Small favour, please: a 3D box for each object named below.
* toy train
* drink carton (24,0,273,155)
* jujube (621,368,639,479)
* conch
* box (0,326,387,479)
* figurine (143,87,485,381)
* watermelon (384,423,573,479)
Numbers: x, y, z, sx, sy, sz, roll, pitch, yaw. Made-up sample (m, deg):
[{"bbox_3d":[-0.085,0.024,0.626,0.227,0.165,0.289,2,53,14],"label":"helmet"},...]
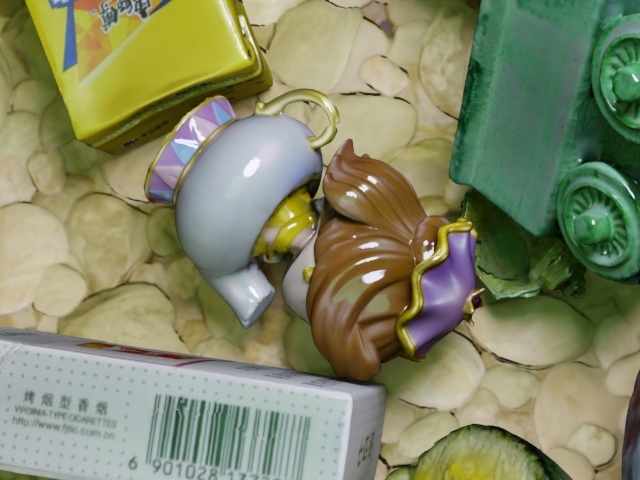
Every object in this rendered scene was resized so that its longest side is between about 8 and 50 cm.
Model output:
[{"bbox_3d":[0.207,-0.101,0.948,0.145,0.266,0.202,-21,47,-30],"label":"toy train"},{"bbox_3d":[-0.174,-0.260,1.118,0.155,0.111,0.351,-23,83,7],"label":"drink carton"},{"bbox_3d":[0.339,0.120,0.930,0.247,0.215,0.308,25,72,-18],"label":"jujube"},{"bbox_3d":[0.154,0.004,1.063,0.121,0.074,0.089,44,83,5],"label":"conch"},{"bbox_3d":[-0.129,0.128,1.032,0.330,0.210,0.095,6,87,10],"label":"box"},{"bbox_3d":[0.000,0.000,1.053,0.263,0.142,0.189,35,115,13],"label":"figurine"},{"bbox_3d":[0.112,0.301,0.961,0.189,0.331,0.330,34,92,-23],"label":"watermelon"}]
